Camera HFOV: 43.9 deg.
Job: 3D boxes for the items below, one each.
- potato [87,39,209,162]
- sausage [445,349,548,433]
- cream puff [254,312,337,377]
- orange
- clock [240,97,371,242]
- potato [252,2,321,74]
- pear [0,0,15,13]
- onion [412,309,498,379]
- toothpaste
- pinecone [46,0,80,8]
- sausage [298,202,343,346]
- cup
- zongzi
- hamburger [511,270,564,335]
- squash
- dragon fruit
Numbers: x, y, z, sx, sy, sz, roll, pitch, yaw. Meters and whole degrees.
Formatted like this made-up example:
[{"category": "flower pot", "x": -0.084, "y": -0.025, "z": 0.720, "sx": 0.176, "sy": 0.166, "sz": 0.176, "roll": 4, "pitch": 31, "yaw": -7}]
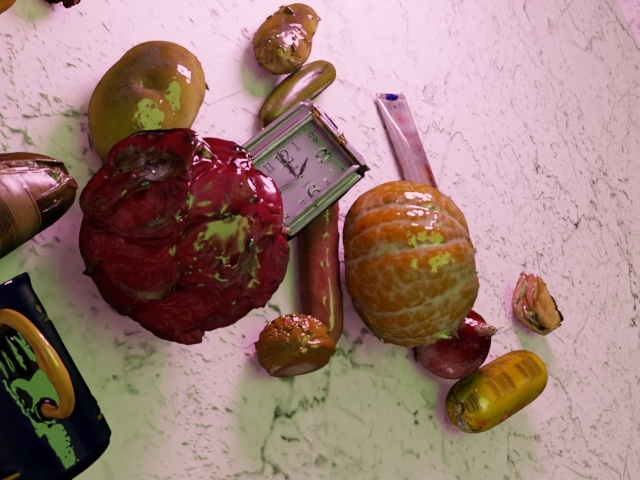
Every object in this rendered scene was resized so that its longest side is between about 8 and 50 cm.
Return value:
[{"category": "potato", "x": -0.287, "y": -0.224, "z": 1.311, "sx": 0.169, "sy": 0.143, "sz": 0.248, "roll": 17, "pitch": 61, "yaw": 6}, {"category": "sausage", "x": 0.391, "y": 0.326, "z": 1.740, "sx": 0.347, "sy": 0.123, "sz": 0.123, "roll": -14, "pitch": 84, "yaw": -45}, {"category": "cream puff", "x": -0.048, "y": 0.180, "z": 1.389, "sx": 0.144, "sy": 0.126, "sz": 0.103, "roll": 6, "pitch": 56, "yaw": -48}, {"category": "orange", "x": 0.176, "y": 0.040, "z": 1.535, "sx": 0.329, "sy": 0.249, "sz": 0.329, "roll": -6, "pitch": 90, "yaw": -78}, {"category": "clock", "x": -0.054, "y": -0.123, "z": 1.466, "sx": 0.253, "sy": 0.083, "sz": 0.186, "roll": -40, "pitch": 88, "yaw": -22}, {"category": "potato", "x": -0.066, "y": -0.416, "z": 1.617, "sx": 0.117, "sy": 0.090, "sz": 0.225, "roll": 29, "pitch": 46, "yaw": -6}, {"category": "pear", "x": -0.536, "y": -0.413, "z": 1.015, "sx": 0.348, "sy": 0.348, "sz": 0.348, "roll": 17, "pitch": 63, "yaw": -38}, {"category": "onion", "x": 0.292, "y": 0.203, "z": 1.647, "sx": 0.160, "sy": 0.195, "sz": 0.159, "roll": 16, "pitch": 59, "yaw": -28}, {"category": "toothpaste", "x": 0.209, "y": -0.192, "z": 1.817, "sx": 0.100, "sy": 0.066, "sz": 0.323, "roll": -8, "pitch": 75, "yaw": -40}, {"category": "pinecone", "x": -0.424, "y": -0.421, "z": 1.300, "sx": 0.083, "sy": 0.077, "sz": 0.077, "roll": 20, "pitch": 51, "yaw": 11}, {"category": "sausage", "x": -0.001, "y": -0.001, "z": 1.530, "sx": 0.088, "sy": 0.088, "sz": 0.432, "roll": 16, "pitch": 64, "yaw": -39}, {"category": "cup", "x": -0.386, "y": 0.193, "z": 0.982, "sx": 0.178, "sy": 0.255, "sz": 0.256, "roll": -30, "pitch": 97, "yaw": -13}, {"category": "zongzi", "x": -0.508, "y": -0.099, "z": 1.072, "sx": 0.288, "sy": 0.134, "sz": 0.286, "roll": 51, "pitch": 40, "yaw": -6}, {"category": "hamburger", "x": 0.515, "y": 0.171, "z": 1.951, "sx": 0.102, "sy": 0.087, "sz": 0.176, "roll": -43, "pitch": 113, "yaw": -31}, {"category": "squash", "x": -0.043, "y": -0.300, "z": 1.611, "sx": 0.080, "sy": 0.071, "sz": 0.318, "roll": 57, "pitch": 46, "yaw": -22}, {"category": "dragon fruit", "x": -0.203, "y": -0.013, "z": 1.181, "sx": 0.329, "sy": 0.329, "sz": 0.329, "roll": 17, "pitch": 63, "yaw": -38}]
